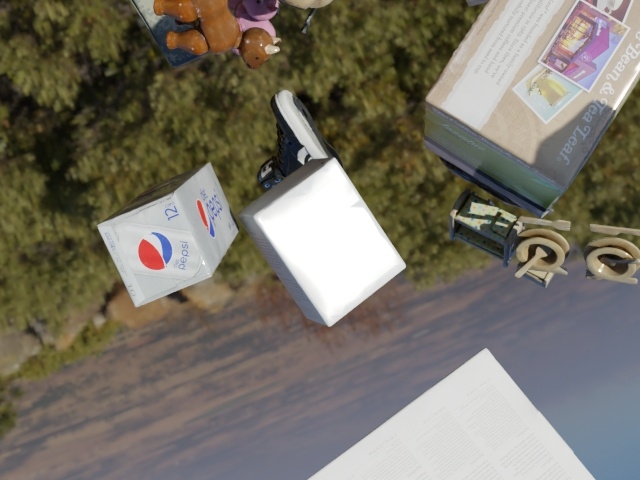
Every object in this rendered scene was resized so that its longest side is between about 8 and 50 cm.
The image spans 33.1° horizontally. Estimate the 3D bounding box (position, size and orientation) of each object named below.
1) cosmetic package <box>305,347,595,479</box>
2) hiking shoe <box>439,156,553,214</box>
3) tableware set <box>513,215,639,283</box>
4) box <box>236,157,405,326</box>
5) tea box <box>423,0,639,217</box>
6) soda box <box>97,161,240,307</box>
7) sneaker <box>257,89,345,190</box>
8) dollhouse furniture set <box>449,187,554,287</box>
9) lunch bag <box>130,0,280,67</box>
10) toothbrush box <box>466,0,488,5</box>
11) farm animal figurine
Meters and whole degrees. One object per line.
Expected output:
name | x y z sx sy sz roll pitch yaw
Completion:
cosmetic package | 0.157 0.350 1.339 0.377 0.284 0.097 -30 161 -30
hiking shoe | 0.276 -0.108 1.743 0.086 0.227 0.114 -47 139 2
tableware set | 0.390 0.028 1.643 0.194 0.039 0.128 8 141 17
box | 0.000 0.000 1.355 0.130 0.170 0.091 -37 -167 -13
tea box | 0.318 -0.238 1.487 0.329 0.220 0.323 -57 173 -3
soda box | -0.163 -0.016 1.215 0.091 0.098 0.286 -23 -170 6
sneaker | -0.054 -0.130 1.623 0.121 0.079 0.217 -22 142 14
dollhouse furniture set | 0.329 -0.046 1.761 0.161 0.182 0.101 -56 160 -19
lunch bag | -0.240 -0.522 2.060 0.256 0.212 0.305 -23 129 7
toothbrush box | 0.363 -0.565 1.887 0.283 0.206 0.122 -25 -168 -7
farm animal figurine | -0.043 -0.340 1.167 0.172 0.327 0.330 6 -152 15
